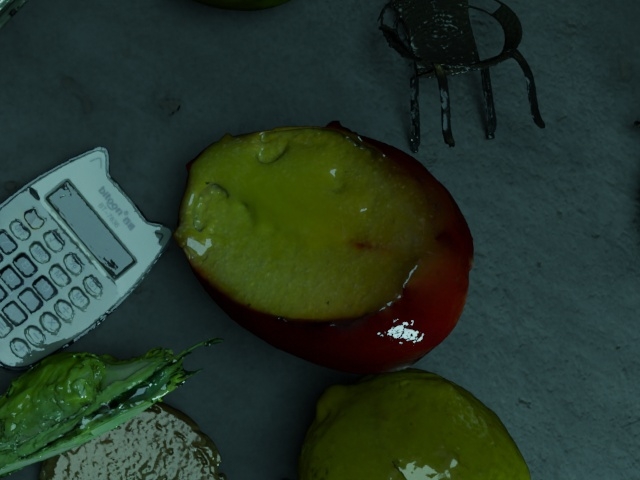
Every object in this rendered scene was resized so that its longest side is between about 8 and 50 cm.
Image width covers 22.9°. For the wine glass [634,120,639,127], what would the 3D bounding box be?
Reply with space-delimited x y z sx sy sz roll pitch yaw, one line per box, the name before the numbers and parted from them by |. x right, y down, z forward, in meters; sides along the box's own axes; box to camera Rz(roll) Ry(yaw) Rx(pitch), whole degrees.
wine glass | 0.465 -0.053 2.022 0.103 0.103 0.222 -7 91 -18

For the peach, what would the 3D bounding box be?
peach | 0.000 0.000 1.776 0.338 0.281 0.281 28 80 -14

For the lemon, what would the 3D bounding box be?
lemon | 0.107 0.281 1.817 0.260 0.260 0.284 -22 93 -17

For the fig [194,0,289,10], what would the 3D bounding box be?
fig | -0.096 -0.341 1.833 0.233 0.167 0.167 30 77 -55

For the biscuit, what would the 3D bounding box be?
biscuit | -0.215 0.289 1.819 0.225 0.042 0.226 1 87 -17

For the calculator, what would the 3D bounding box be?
calculator | -0.308 0.027 1.798 0.268 0.040 0.177 -41 100 -14

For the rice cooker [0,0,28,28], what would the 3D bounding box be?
rice cooker | -0.411 -0.380 1.631 0.325 0.335 0.335 43 77 -12

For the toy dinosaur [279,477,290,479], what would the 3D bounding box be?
toy dinosaur | -0.046 0.307 1.871 0.083 0.047 0.030 -39 98 -14

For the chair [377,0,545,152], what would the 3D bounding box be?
chair | 0.166 -0.217 1.910 0.174 0.149 0.213 -12 88 -17

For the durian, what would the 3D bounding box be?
durian | -0.285 0.182 1.743 0.375 0.132 0.107 -31 81 3
